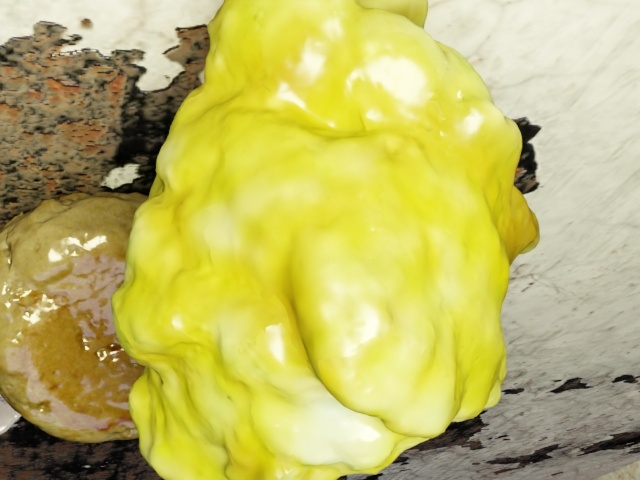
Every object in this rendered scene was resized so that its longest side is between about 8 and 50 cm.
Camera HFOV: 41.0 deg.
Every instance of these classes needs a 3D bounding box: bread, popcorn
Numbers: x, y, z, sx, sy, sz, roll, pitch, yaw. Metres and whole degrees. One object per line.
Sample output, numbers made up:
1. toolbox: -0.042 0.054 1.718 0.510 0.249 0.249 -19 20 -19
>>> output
1. bread: -0.183 0.059 0.743 0.230 0.123 0.229 -7 114 -17
2. popcorn: -0.011 0.005 0.564 0.294 0.292 0.334 -25 168 -27

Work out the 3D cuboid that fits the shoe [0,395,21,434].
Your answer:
1. shoe: -0.271 0.109 0.859 0.245 0.137 0.095 -20 156 22
